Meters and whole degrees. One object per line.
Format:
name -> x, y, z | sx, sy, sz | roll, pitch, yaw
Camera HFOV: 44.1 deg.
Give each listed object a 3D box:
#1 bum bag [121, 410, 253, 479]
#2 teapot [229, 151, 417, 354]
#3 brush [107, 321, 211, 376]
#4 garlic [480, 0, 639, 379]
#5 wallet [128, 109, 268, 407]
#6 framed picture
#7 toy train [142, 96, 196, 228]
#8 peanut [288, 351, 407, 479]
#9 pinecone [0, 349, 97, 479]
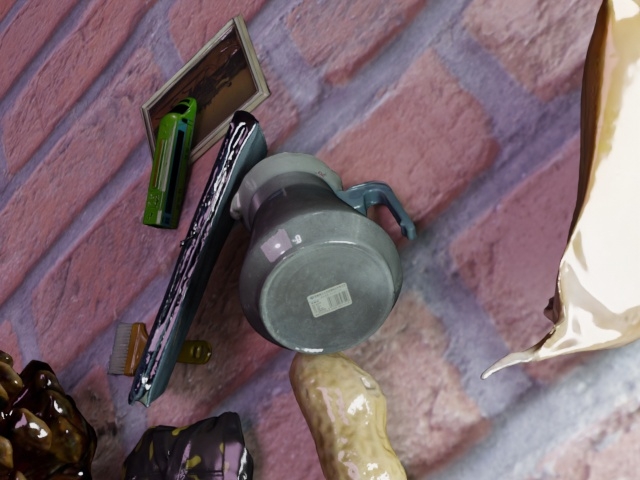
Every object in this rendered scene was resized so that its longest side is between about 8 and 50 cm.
bum bag -> -0.174, 0.277, 0.997 | 0.232, 0.060, 0.106 | -14, 55, 34
teapot -> 0.000, 0.000, 0.881 | 0.203, 0.171, 0.225 | -15, 33, -5
brush -> -0.232, 0.157, 1.132 | 0.218, 0.010, 0.082 | -5, 69, 38
garlic -> 0.244, -0.027, 0.674 | 0.151, 0.196, 0.338 | 15, 85, 59
wallet -> -0.157, 0.024, 1.019 | 0.191, 0.046, 0.379 | 126, 166, -84
framed picture -> -0.194, -0.221, 1.252 | 0.252, 0.014, 0.197 | -37, 52, 24
toy train -> -0.231, -0.124, 1.206 | 0.044, 0.042, 0.209 | 3, 81, 36
peanut -> 0.027, 0.199, 0.833 | 0.099, 0.099, 0.214 | -36, 51, 25
pinecone -> -0.503, 0.324, 1.079 | 0.398, 0.398, 0.397 | -17, 62, 35
